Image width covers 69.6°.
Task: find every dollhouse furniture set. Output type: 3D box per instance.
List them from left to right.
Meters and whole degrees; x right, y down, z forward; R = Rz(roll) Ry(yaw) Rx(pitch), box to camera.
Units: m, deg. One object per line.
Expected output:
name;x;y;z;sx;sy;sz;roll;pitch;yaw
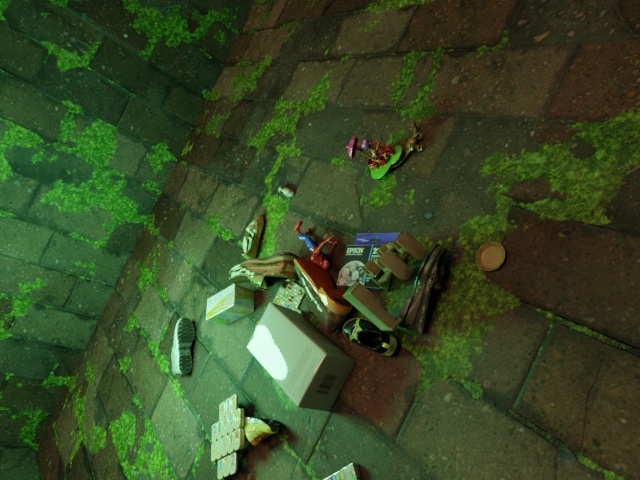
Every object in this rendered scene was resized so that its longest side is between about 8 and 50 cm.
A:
dollhouse furniture set;0.210;0.122;1.357;0.242;0.161;0.212;-49;0;-15

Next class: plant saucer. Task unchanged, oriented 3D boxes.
plant saucer;0.467;0.045;1.259;0.083;0.015;0.084;-24;54;38

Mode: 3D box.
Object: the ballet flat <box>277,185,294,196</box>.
ballet flat;-0.162;-0.223;2.090;0.114;0.041;0.041;24;88;51

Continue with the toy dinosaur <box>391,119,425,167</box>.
toy dinosaur;0.320;-0.330;1.617;0.183;0.053;0.092;-68;22;2

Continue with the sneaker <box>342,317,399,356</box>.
sneaker;0.141;0.287;1.424;0.234;0.097;0.084;10;77;50

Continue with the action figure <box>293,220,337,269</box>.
action figure;0.000;0.000;1.744;0.139;0.091;0.280;-44;39;13

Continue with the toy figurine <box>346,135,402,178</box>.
toy figurine;0.176;-0.317;1.641;0.173;0.159;0.130;-23;50;55

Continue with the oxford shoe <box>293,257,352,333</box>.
oxford shoe;-0.023;0.184;1.648;0.133;0.129;0.364;-64;33;17

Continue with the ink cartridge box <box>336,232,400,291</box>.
ink cartridge box;0.161;0.064;1.568;0.206;0.045;0.209;-2;67;48

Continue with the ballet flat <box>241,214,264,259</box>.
ballet flat;-0.313;-0.023;2.120;0.080;0.073;0.233;-17;58;42

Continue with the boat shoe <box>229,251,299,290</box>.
boat shoe;-0.232;0.138;1.863;0.323;0.122;0.120;-15;62;26

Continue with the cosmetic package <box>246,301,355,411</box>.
cosmetic package;-0.078;0.385;1.565;0.365;0.155;0.197;33;95;50

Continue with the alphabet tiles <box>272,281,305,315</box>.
alphabet tiles;-0.139;0.281;1.811;0.198;0.009;0.237;25;89;51

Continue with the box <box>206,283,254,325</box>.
box;-0.395;0.283;2.012;0.203;0.114;0.103;-30;50;33

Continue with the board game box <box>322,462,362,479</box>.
board game box;0.061;0.727;1.328;0.154;0.026;0.104;-43;43;24

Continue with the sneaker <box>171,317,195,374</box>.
sneaker;-0.679;0.508;2.211;0.115;0.105;0.282;-28;51;36

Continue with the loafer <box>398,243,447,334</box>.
loafer;0.315;0.144;1.332;0.084;0.096;0.268;27;98;32

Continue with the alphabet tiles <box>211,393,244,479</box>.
alphabet tiles;-0.355;0.739;1.739;0.284;0.021;0.278;-44;41;43

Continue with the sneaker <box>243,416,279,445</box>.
sneaker;-0.212;0.677;1.625;0.208;0.081;0.094;-25;52;52
